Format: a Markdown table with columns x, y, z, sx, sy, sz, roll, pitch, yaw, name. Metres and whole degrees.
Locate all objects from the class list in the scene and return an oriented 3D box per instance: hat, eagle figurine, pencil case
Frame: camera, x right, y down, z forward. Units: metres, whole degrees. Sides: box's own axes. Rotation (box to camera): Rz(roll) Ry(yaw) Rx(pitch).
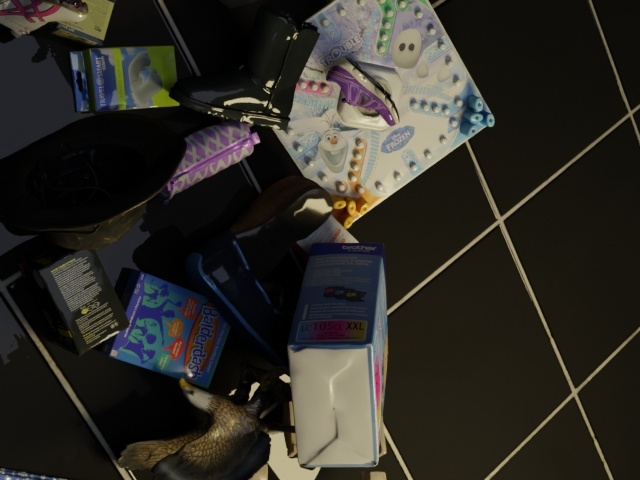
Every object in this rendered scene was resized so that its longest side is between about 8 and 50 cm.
| x | y | z | sx | sy | sz | roll | pitch | yaw | name |
| --- | --- | --- | --- | --- | --- | --- | --- | --- | --- |
| -0.363 | -0.070 | 1.548 | 0.331 | 0.331 | 0.134 | -31 | 131 | -27 | hat |
| -0.188 | 0.339 | 1.689 | 0.298 | 0.225 | 0.226 | -52 | 160 | -21 | eagle figurine |
| -0.216 | -0.150 | 1.725 | 0.206 | 0.088 | 0.086 | -34 | 113 | -27 | pencil case |

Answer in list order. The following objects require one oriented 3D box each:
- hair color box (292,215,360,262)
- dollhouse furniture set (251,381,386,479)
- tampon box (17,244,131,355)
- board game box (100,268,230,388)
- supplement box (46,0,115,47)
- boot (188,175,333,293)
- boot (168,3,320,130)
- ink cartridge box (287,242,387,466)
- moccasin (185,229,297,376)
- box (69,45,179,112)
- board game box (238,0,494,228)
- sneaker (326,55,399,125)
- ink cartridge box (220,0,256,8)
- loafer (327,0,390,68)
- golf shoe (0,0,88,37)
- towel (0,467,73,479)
| x | y | z | sx | sy | sz | roll | pitch | yaw | name |
| --- | --- | --- | --- | --- | --- | --- | --- | --- | --- |
| 0.000 | 0.000 | 1.895 | 0.167 | 0.053 | 0.093 | 44 | 71 | -26 | hair color box |
| -0.044 | 0.406 | 1.909 | 0.303 | 0.174 | 0.356 | 8 | 60 | -20 | dollhouse furniture set |
| -0.412 | 0.091 | 1.599 | 0.101 | 0.120 | 0.161 | -31 | 109 | -28 | tampon box |
| -0.271 | 0.162 | 1.738 | 0.210 | 0.047 | 0.160 | 24 | 81 | -33 | board game box |
| -0.401 | -0.378 | 1.607 | 0.083 | 0.056 | 0.083 | 17 | 85 | -32 | supplement box |
| -0.123 | -0.012 | 1.799 | 0.305 | 0.115 | 0.112 | -36 | 127 | -6 | boot |
| -0.132 | -0.317 | 1.691 | 0.246 | 0.094 | 0.207 | 9 | 106 | -32 | boot |
| 0.044 | 0.181 | 1.761 | 0.151 | 0.395 | 0.270 | 0 | 120 | 6 | ink cartridge box |
| -0.103 | 0.122 | 1.733 | 0.117 | 0.137 | 0.342 | -48 | 131 | -18 | moccasin |
| -0.337 | -0.281 | 1.664 | 0.178 | 0.042 | 0.109 | -10 | 100 | -32 | box |
| 0.101 | -0.276 | 1.860 | 0.390 | 0.050 | 0.390 | -36 | 113 | -2 | board game box |
| 0.080 | -0.272 | 1.804 | 0.170 | 0.068 | 0.071 | 40 | 108 | -14 | sneaker |
| -0.132 | -0.581 | 1.679 | 0.197 | 0.198 | 0.270 | 32 | 77 | -31 | ink cartridge box |
| 0.061 | -0.458 | 1.868 | 0.101 | 0.092 | 0.269 | -20 | 110 | -11 | loafer |
| -0.465 | -0.367 | 1.537 | 0.186 | 0.067 | 0.086 | 9 | 115 | -1 | golf shoe |
| -0.519 | 0.511 | 1.614 | 0.335 | 0.040 | 0.243 | 19 | 85 | -32 | towel |
